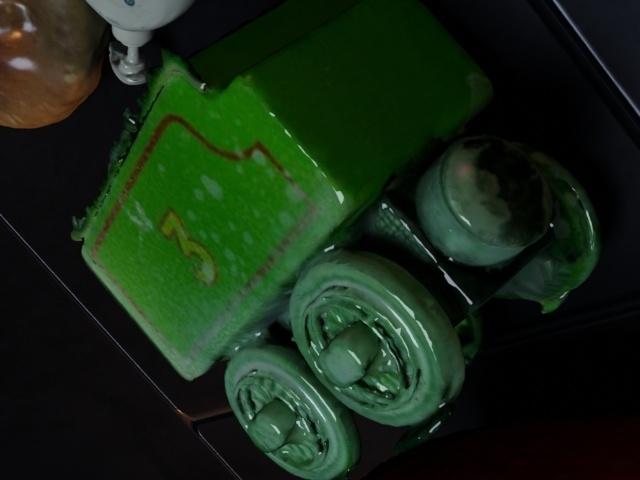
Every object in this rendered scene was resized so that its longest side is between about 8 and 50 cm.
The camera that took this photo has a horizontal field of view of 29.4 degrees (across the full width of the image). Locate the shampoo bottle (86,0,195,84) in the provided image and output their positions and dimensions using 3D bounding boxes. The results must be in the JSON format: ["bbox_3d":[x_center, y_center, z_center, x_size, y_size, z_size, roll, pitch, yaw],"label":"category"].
[{"bbox_3d":[-0.084,-0.128,0.557,0.077,0.045,0.152,29,142,15],"label":"shampoo bottle"}]

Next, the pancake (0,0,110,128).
[{"bbox_3d":[-0.211,-0.155,0.647,0.242,0.050,0.242,25,141,22],"label":"pancake"}]

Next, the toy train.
[{"bbox_3d":[0.000,0.000,0.550,0.188,0.132,0.243,49,146,4],"label":"toy train"}]

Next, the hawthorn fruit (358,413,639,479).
[{"bbox_3d":[0.142,0.208,0.526,0.369,0.285,0.285,-29,107,37],"label":"hawthorn fruit"}]
